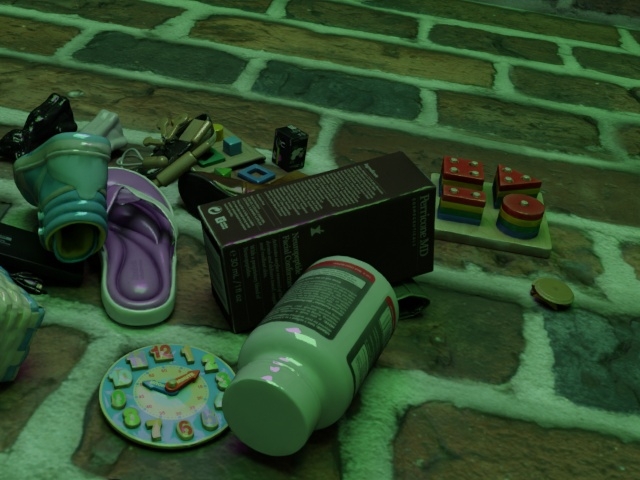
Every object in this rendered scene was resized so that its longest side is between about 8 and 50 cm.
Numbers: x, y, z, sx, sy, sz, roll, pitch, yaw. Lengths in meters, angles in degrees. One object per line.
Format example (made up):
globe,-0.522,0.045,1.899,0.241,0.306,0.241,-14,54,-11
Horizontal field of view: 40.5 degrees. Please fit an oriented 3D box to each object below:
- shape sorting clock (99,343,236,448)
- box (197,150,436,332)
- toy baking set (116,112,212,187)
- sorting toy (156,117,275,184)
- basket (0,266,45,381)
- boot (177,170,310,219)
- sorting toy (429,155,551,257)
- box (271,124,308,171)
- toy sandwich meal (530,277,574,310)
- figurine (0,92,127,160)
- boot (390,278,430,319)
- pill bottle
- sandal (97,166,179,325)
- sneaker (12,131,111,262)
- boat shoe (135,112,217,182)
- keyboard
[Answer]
shape sorting clock,-0.218,0.222,1.271,0.206,0.040,0.206,6,32,-4
box,0.000,0.000,1.479,0.381,0.191,0.143,-18,39,-17
toy baking set,-0.332,-0.167,1.768,0.256,0.030,0.197,-41,40,-6
sorting toy,-0.249,-0.217,1.963,0.196,0.047,0.348,-18,40,-36
basket,-0.554,0.105,1.194,0.255,0.201,0.289,34,8,36
boot,-0.118,-0.112,1.788,0.264,0.096,0.280,14,26,25
sorting toy,0.366,-0.086,1.864,0.256,0.089,0.257,10,31,2
box,-0.069,-0.209,1.958,0.052,0.083,0.062,-19,40,-39
toy sandwich meal,0.438,0.101,1.641,0.086,0.029,0.085,10,34,-6
figurine,-0.556,-0.210,1.855,0.215,0.092,0.209,19,41,15
boot,0.141,0.053,1.600,0.190,0.076,0.208,-22,34,-19
pill bottle,-0.013,0.167,1.280,0.176,0.176,0.318,19,33,16
sandal,-0.327,-0.022,1.540,0.169,0.102,0.416,-5,43,-22
sneaker,-0.463,-0.052,1.521,0.127,0.208,0.319,4,-13,-31
boat shoe,-0.315,-0.199,1.852,0.080,0.073,0.223,25,51,34
keyboard,-0.548,0.018,1.435,0.317,0.033,0.201,18,20,-21
